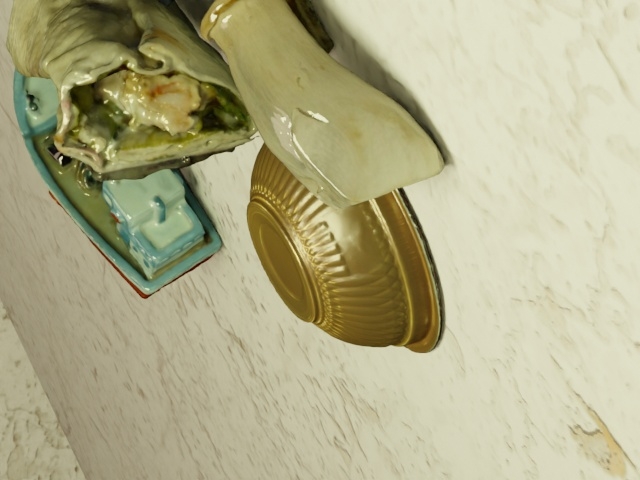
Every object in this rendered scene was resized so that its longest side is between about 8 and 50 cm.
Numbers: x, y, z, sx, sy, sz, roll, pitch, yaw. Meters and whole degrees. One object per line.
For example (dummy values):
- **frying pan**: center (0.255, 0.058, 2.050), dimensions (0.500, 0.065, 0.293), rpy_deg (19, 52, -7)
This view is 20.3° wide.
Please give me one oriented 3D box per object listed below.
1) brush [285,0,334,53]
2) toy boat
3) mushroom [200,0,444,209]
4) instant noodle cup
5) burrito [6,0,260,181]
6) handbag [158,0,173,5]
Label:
- **brush**: center (-0.054, -0.162, 1.655), dimensions (0.085, 0.020, 0.336), rpy_deg (62, 162, 2)
- **toy boat**: center (-0.253, -0.096, 2.095), dimensions (0.332, 0.145, 0.133), rpy_deg (52, 160, 13)
- **mushroom**: center (-0.008, -0.111, 1.447), dimensions (0.247, 0.096, 0.108), rpy_deg (50, 143, 22)
- **instant noodle cup**: center (0.000, 0.000, 1.628), dimensions (0.274, 0.090, 0.274), rpy_deg (53, 160, 29)
- **burrito**: center (-0.199, -0.187, 1.713), dimensions (0.332, 0.190, 0.135), rpy_deg (-127, 20, -55)
- **handbag**: center (-0.192, -0.383, 1.584), dimensions (0.269, 0.118, 0.326), rpy_deg (44, 157, 43)
